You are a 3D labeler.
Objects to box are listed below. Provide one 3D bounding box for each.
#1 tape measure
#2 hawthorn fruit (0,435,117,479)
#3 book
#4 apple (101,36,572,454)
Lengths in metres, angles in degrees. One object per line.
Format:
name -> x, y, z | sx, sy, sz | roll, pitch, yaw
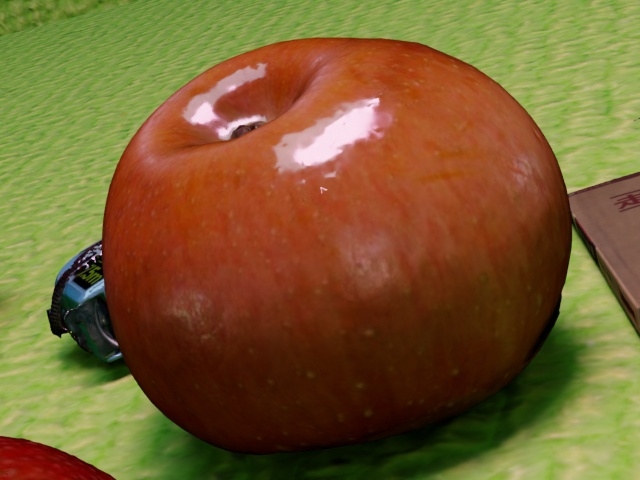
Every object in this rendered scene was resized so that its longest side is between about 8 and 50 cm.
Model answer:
tape measure -> -0.128, 0.028, 1.063 | 0.146, 0.081, 0.125 | -28, 15, -16
hawthorn fruit -> -0.126, 0.154, 0.583 | 0.169, 0.169, 0.188 | -20, 15, -10
book -> 0.249, -0.010, 0.925 | 0.161, 0.026, 0.231 | -16, 18, 3
apple -> 0.000, 0.000, 0.837 | 0.251, 0.206, 0.272 | -30, 23, -25
